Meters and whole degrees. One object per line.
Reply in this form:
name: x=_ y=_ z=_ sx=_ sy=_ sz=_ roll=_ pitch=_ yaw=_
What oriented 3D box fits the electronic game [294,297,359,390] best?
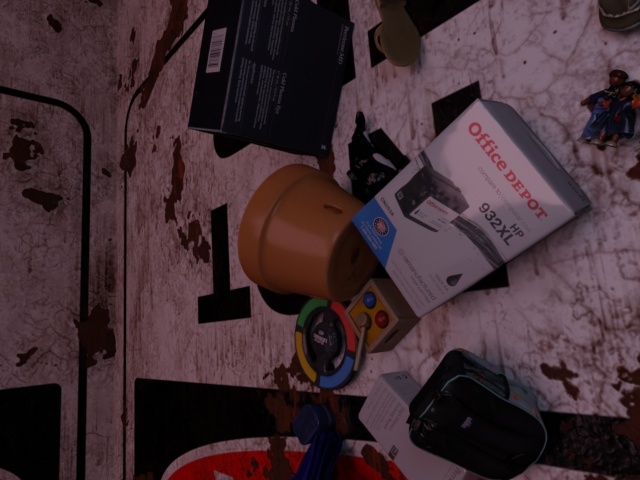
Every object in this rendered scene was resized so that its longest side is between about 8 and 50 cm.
electronic game: x=0.013 y=0.239 z=1.110 sx=0.229 sy=0.048 sz=0.230 roll=-7 pitch=81 yaw=49

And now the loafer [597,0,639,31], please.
loafer: x=0.442 y=-0.426 z=0.653 sx=0.094 sy=0.087 sz=0.251 roll=14 pitch=96 yaw=49

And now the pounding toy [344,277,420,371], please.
pounding toy: x=0.112 y=0.173 z=0.962 sx=0.141 sy=0.100 sz=0.130 roll=-55 pitch=48 yaw=29

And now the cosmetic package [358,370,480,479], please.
cosmetic package: x=0.186 y=0.369 z=0.872 sx=0.231 sy=0.085 sz=0.117 roll=42 pitch=117 yaw=44

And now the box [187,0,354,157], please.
box: x=-0.116 y=-0.399 z=1.124 sx=0.179 sy=0.312 sz=0.344 roll=20 pitch=101 yaw=48

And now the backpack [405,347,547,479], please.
backpack: x=0.253 y=0.279 z=0.746 sx=0.188 sy=0.144 sz=0.166 roll=30 pitch=110 yaw=7

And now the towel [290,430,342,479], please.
towel: x=-0.056 y=0.596 z=1.034 sx=0.076 sy=0.228 sz=0.308 roll=26 pitch=112 yaw=5

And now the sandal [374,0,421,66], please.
sandal: x=0.157 y=-0.446 z=1.014 sx=0.079 sy=0.088 sz=0.240 roll=109 pitch=157 yaw=-65

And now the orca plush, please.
orca plush: x=0.105 y=-0.156 z=1.001 sx=0.151 sy=0.102 sz=0.287 roll=-29 pitch=65 yaw=44

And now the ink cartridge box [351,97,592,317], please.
ink cartridge box: x=0.236 y=-0.047 z=0.783 sx=0.307 sy=0.129 sz=0.223 roll=-44 pitch=71 yaw=37

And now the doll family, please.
doll family: x=0.441 y=-0.180 z=0.642 sx=0.193 sy=0.076 sz=0.112 roll=31 pitch=114 yaw=49

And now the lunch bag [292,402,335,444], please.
lunch bag: x=-0.015 y=0.439 z=1.108 sx=0.098 sy=0.065 sz=0.067 roll=-58 pitch=45 yaw=20

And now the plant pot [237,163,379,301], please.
plant pot: x=0.000 y=0.000 z=0.992 sx=0.203 sy=0.290 sz=0.291 roll=22 pitch=103 yaw=34
